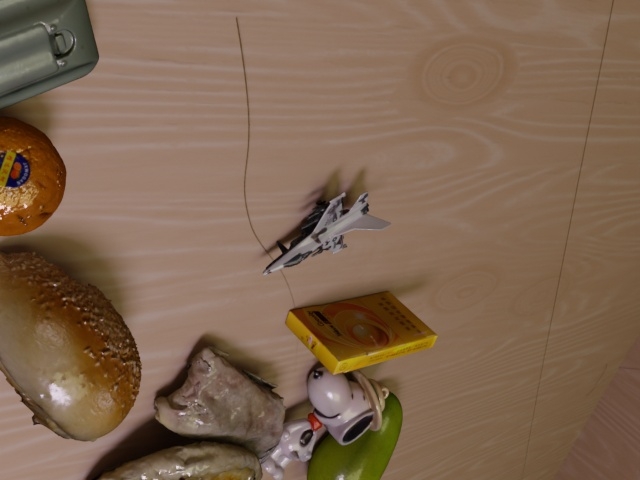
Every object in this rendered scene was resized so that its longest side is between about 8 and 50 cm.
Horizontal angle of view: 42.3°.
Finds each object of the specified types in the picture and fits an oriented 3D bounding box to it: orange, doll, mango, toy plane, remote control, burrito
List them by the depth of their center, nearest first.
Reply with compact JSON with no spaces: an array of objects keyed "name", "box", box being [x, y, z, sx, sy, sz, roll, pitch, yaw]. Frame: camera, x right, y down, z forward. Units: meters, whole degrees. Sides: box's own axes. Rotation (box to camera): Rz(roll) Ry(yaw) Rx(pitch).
[{"name":"remote control","box":[-0.391,-0.171,0.850,0.335,0.065,0.128,-29,142,-24]},{"name":"orange","box":[-0.358,-0.070,0.931,0.135,0.117,0.136,7,76,-30]},{"name":"toy plane","box":[-0.002,-0.014,1.389,0.234,0.082,0.160,-21,148,-11]},{"name":"burrito","box":[-0.157,0.309,1.491,0.175,0.107,0.348,-35,141,3]},{"name":"doll","box":[0.000,0.377,1.697,0.208,0.144,0.271,32,95,-32]},{"name":"mango","box":[0.083,0.467,1.847,0.293,0.143,0.175,-55,138,-9]}]

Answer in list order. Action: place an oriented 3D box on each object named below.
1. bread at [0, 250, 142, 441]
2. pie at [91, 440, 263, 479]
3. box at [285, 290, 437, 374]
[{"name":"bread","box":[-0.330,0.157,1.096,0.171,0.192,0.314,-35,141,-16]},{"name":"pie","box":[-0.256,0.456,1.473,0.339,0.077,0.339,-13,141,-11]},{"name":"box","box":[0.081,0.170,1.562,0.269,0.152,0.043,-7,127,-41]}]
